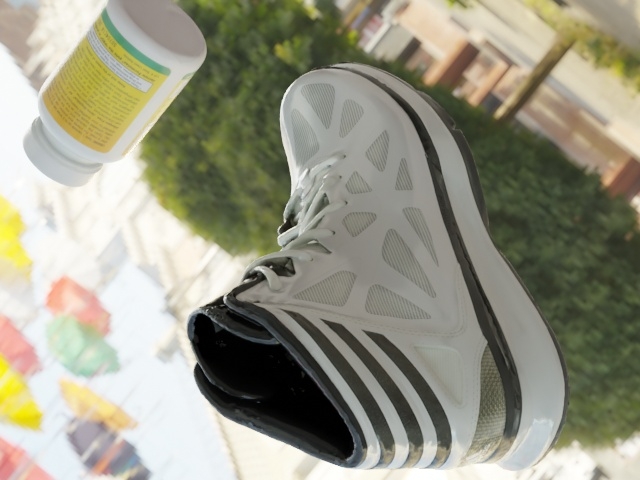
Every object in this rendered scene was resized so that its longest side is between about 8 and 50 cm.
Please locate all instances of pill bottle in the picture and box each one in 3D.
[{"bbox_3d":[-0.223,-0.156,1.419,0.117,0.208,0.117,31,-150,-20],"label":"pill bottle"}]

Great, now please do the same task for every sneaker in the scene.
[{"bbox_3d":[0.001,0.000,1.111,0.257,0.169,0.447,1,-137,-30],"label":"sneaker"}]
